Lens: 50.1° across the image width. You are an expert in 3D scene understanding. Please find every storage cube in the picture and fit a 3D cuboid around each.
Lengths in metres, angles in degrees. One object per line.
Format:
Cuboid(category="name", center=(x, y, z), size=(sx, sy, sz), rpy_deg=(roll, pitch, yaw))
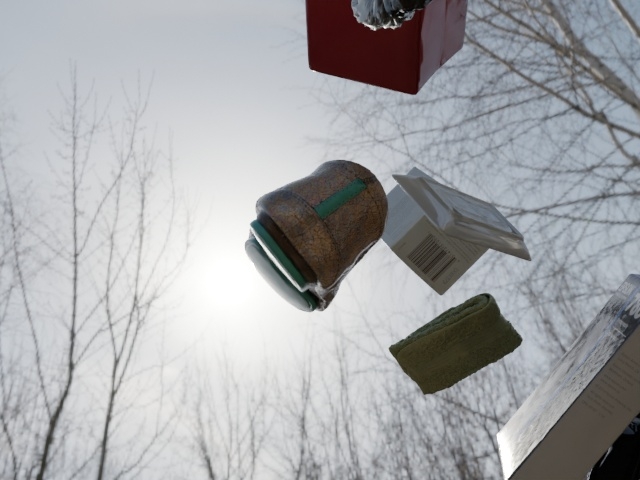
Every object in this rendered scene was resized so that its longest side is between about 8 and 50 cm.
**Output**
Cuboid(category="storage cube", center=(0.102, -0.354, 1.010), size=(0.215, 0.183, 0.193), rpy_deg=(20, -44, 24))

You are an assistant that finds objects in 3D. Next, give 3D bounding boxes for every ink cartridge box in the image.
Cuboid(category="ink cartridge box", center=(0.322, 0.137, 0.758), size=(0.065, 0.165, 0.332), rpy_deg=(39, -81, 8))

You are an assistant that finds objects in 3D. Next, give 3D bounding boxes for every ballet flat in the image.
Cuboid(category="ballet flat", center=(0.000, 0.000, 0.595), size=(0.106, 0.107, 0.316), rpy_deg=(-40, 2, -9))

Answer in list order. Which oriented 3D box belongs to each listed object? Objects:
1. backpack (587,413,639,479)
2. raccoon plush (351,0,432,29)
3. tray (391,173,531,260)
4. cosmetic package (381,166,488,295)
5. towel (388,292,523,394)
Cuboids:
Cuboid(category="backpack", center=(0.446, 0.260, 0.771), size=(0.213, 0.263, 0.276), rpy_deg=(54, -19, -8))
Cuboid(category="raccoon plush", center=(0.218, -0.332, 0.555), size=(0.299, 0.216, 0.446), rpy_deg=(-10, 5, -15))
Cuboid(category="tray", center=(0.240, -0.042, 1.104), size=(0.270, 0.145, 0.030), rpy_deg=(14, -58, -44))
Cuboid(category="cosmetic package", center=(0.205, -0.022, 1.312), size=(0.151, 0.183, 0.151), rpy_deg=(-46, -67, 6))
Cuboid(category="towel", center=(0.170, 0.133, 0.857), size=(0.148, 0.027, 0.110), rpy_deg=(-33, -58, 14))
